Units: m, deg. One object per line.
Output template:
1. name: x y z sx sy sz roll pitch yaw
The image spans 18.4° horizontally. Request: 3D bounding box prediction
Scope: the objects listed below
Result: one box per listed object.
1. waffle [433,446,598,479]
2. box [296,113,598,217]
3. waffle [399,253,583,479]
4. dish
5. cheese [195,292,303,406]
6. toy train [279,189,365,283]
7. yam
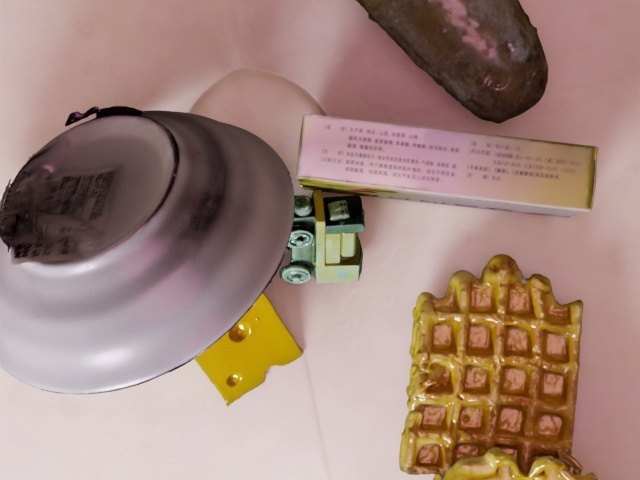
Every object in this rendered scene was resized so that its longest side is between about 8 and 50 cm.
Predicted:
1. waffle: 0.188 0.329 1.805 0.280 0.060 0.262 40 99 -9
2. box: 0.110 -0.065 1.783 0.260 0.175 0.062 5 89 1
3. waffle: 0.159 0.117 1.839 0.160 0.055 0.211 4 90 0
4. dish: -0.183 -0.020 1.731 0.316 0.106 0.316 -14 48 15
5. cheese: -0.096 0.066 1.837 0.093 0.126 0.171 -35 107 -6
6. toy train: 0.000 0.000 1.819 0.081 0.122 0.050 0 57 -2
7. yam: 0.085 -0.246 1.818 0.133 0.133 0.330 -40 92 0
